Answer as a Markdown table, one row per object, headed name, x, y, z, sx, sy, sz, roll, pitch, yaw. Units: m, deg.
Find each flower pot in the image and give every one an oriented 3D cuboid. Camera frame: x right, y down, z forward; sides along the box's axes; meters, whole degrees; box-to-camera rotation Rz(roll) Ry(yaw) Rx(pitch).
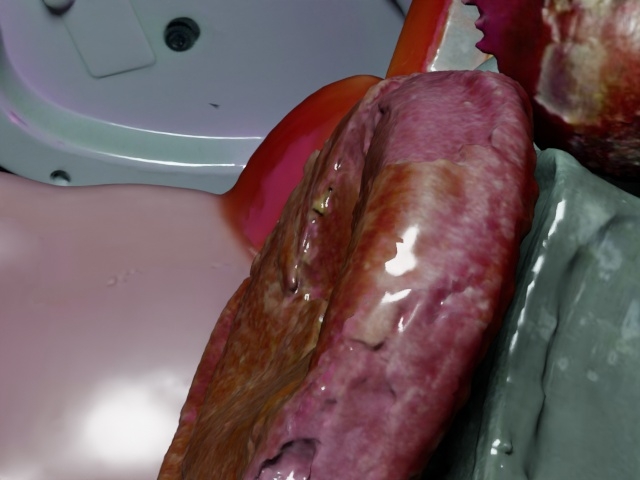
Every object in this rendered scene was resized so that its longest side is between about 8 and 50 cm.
| name | x | y | z | sx | sy | sz | roll | pitch | yaw |
| --- | --- | --- | --- | --- | --- | --- | --- | --- | --- |
| flower pot | 0.071 | 0.089 | 0.548 | 0.103 | 0.108 | 0.229 | -39 | 31 | 59 |

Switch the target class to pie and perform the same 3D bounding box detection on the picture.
| name | x | y | z | sx | sy | sz | roll | pitch | yaw |
| --- | --- | --- | --- | --- | --- | --- | --- | --- | --- |
| pie | 0.006 | 0.030 | 0.560 | 0.182 | 0.049 | 0.182 | -59 | 11 | 18 |

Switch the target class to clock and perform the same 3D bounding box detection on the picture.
| name | x | y | z | sx | sy | sz | roll | pitch | yaw |
| --- | --- | --- | --- | --- | --- | --- | --- | --- | --- |
| clock | -0.057 | -0.159 | 0.984 | 0.338 | 0.338 | 0.102 | -55 | 20 | 37 |

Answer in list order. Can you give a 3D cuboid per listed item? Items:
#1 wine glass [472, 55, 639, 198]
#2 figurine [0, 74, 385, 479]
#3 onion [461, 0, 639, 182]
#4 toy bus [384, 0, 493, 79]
| name | x | y | z | sx | sy | sz | roll | pitch | yaw |
| --- | --- | --- | --- | --- | --- | --- | --- | --- | --- |
| wine glass | 0.081 | -0.020 | 0.719 | 0.103 | 0.103 | 0.222 | -36 | 35 | 64 |
| figurine | -0.074 | 0.093 | 0.838 | 0.211 | 0.261 | 0.270 | 73 | -165 | -58 |
| onion | 0.141 | -0.095 | 0.606 | 0.198 | 0.135 | 0.173 | -1 | -70 | -66 |
| toy bus | 0.092 | -0.126 | 0.899 | 0.174 | 0.077 | 0.079 | -68 | 14 | -10 |
